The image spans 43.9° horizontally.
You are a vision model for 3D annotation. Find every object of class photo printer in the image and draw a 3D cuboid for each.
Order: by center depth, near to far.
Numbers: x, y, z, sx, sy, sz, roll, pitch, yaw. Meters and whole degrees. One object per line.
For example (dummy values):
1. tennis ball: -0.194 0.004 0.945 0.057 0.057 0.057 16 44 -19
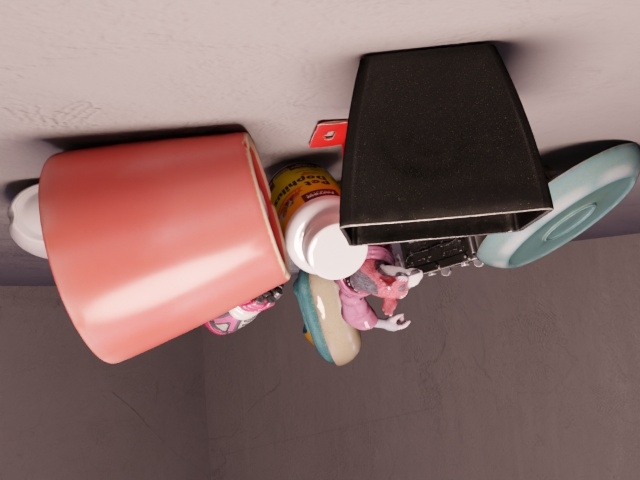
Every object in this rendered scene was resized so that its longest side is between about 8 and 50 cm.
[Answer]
1. photo printer: -0.336 -0.032 1.278 0.308 0.107 0.256 -3 174 -11

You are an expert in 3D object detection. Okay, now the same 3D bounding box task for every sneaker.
1. sneaker: -0.127 0.012 1.215 0.121 0.299 0.112 35 121 -21

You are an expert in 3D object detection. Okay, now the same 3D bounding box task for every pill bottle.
1. pill bottle: -0.005 -0.027 1.129 0.117 0.117 0.215 -3 -156 -16

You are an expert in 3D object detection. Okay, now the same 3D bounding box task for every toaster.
1. toaster: 0.227 -0.031 1.465 0.110 0.185 0.168 -2 166 -46

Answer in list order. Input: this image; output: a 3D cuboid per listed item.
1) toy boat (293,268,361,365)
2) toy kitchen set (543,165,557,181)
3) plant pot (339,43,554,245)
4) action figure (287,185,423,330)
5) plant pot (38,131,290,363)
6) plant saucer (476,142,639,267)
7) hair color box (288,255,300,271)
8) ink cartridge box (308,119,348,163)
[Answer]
1. toy boat: 0.006 0.147 1.850 0.148 0.267 0.318 -14 -163 8
2. toy kitchen set: 0.362 -0.121 1.368 0.068 0.075 0.083 -41 -151 4
3. plant pot: 0.111 -0.090 0.786 0.188 0.166 0.188 -5 173 5
4. action figure: 0.060 0.000 1.262 0.276 0.248 0.370 21 -165 -13
5. plant pot: -0.179 -0.011 0.991 0.243 0.274 0.275 -16 173 2
6. plant saucer: 0.406 -0.043 1.323 0.318 0.043 0.317 -28 161 -11
7. hair color box: -0.118 0.033 2.020 0.375 0.113 0.185 -2 173 -16
8. ink cartridge box: 0.107 -0.108 1.031 0.231 0.077 0.134 -3 174 -7
